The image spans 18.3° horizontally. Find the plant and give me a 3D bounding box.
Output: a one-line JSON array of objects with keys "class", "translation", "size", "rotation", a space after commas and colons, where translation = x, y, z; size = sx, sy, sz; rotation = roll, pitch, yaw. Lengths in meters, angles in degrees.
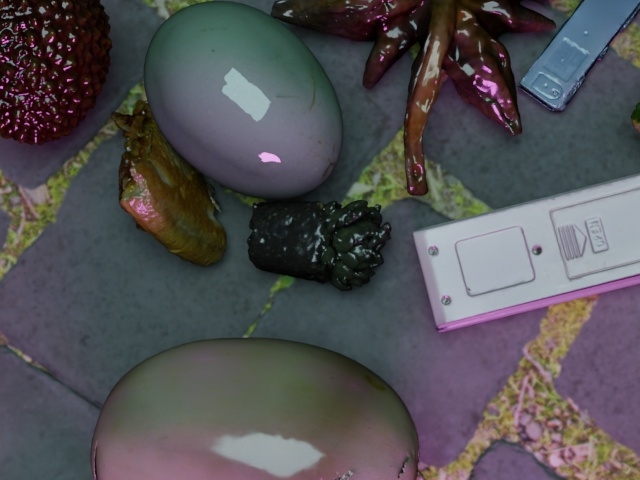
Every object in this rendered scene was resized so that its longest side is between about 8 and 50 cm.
[{"class": "plant", "translation": [0.000, 0.000, 1.985], "size": [0.143, 0.094, 0.092], "rotation": [6, 72, 11]}]

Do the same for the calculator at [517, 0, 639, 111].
[{"class": "calculator", "translation": [0.274, -0.209, 2.047], "size": [0.057, 0.018, 0.172], "rotation": [36, 82, 10]}]

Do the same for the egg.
[{"class": "egg", "translation": [-0.076, -0.139, 1.983], "size": [0.168, 0.168, 0.231], "rotation": [-43, 77, -5]}]

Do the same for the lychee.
[{"class": "lychee", "translation": [-0.295, -0.187, 2.005], "size": [0.188, 0.188, 0.188], "rotation": [-1, 77, 5]}]

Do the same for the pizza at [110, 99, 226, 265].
[{"class": "pizza", "translation": [-0.172, -0.068, 2.016], "size": [0.069, 0.154, 0.194], "rotation": [-34, 47, 18]}]

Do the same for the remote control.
[{"class": "remote control", "translation": [0.238, 0.009, 1.982], "size": [0.277, 0.055, 0.103], "rotation": [-14, 76, 3]}]

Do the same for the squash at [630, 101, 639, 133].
[{"class": "squash", "translation": [0.441, -0.249, 2.002], "size": [0.101, 0.101, 0.379], "rotation": [36, 78, 12]}]

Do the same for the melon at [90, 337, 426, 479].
[{"class": "melon", "translation": [-0.057, 0.203, 1.875], "size": [0.317, 0.223, 0.223], "rotation": [8, 78, 6]}]

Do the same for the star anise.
[{"class": "star anise", "translation": [0.120, -0.241, 2.024], "size": [0.292, 0.109, 0.349], "rotation": [36, 83, 17]}]
